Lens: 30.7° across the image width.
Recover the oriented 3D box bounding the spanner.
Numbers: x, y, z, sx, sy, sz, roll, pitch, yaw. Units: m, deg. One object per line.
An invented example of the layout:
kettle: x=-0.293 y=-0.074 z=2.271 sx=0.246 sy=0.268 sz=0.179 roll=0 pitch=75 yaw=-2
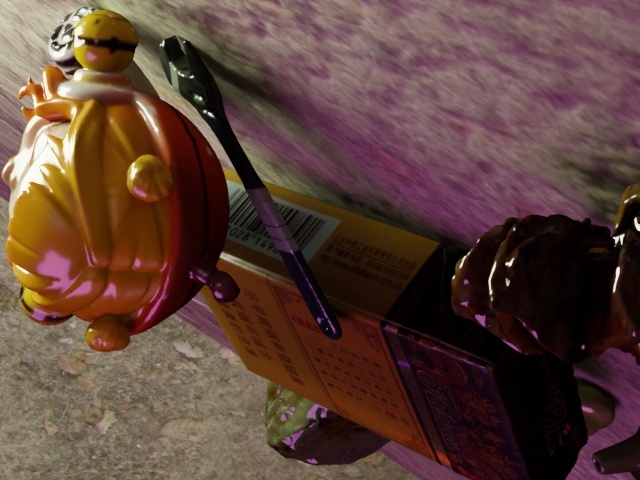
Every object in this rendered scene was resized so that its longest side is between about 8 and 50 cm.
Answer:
spanner: x=-0.058 y=-0.045 z=1.056 sx=0.316 sy=0.024 sz=0.087 roll=61 pitch=162 yaw=-8

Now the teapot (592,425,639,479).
teapot: x=0.358 y=0.235 z=1.004 sx=0.268 sy=0.175 sz=0.185 roll=34 pitch=170 yaw=-2

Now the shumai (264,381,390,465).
shumai: x=0.015 y=0.189 z=1.686 sx=0.189 sy=0.256 sz=0.218 roll=11 pitch=-140 yaw=-47

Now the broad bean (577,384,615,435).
broad bean: x=0.291 y=0.185 z=1.278 sx=0.063 sy=0.045 sz=0.083 roll=29 pitch=159 yaw=16

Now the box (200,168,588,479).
box: x=0.061 y=0.098 z=1.213 sx=0.415 sy=0.116 sz=0.264 roll=19 pitch=148 yaw=36

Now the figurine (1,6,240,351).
figurine: x=-0.190 y=-0.045 z=1.063 sx=0.196 sy=0.320 sz=0.323 roll=6 pitch=-150 yaw=-22

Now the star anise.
star anise: x=0.201 y=0.027 z=0.759 sx=0.220 sy=0.126 sz=0.190 roll=8 pitch=174 yaw=-16
